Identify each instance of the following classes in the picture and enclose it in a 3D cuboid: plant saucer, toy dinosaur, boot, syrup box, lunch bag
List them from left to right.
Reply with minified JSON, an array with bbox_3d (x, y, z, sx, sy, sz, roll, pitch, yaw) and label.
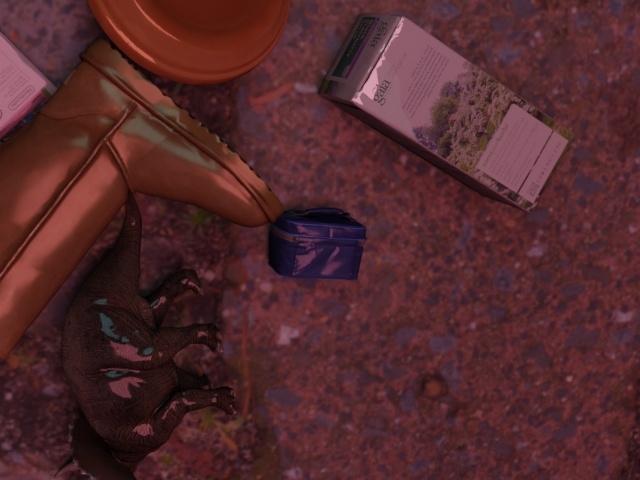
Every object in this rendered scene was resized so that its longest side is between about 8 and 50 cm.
[{"bbox_3d":[-0.201,-0.007,0.870,0.236,0.089,0.269,40,86,-3],"label":"boot"},{"bbox_3d":[-0.176,0.114,0.931,0.160,0.121,0.313,-12,112,-24],"label":"toy dinosaur"},{"bbox_3d":[-0.109,-0.236,0.859,0.200,0.037,0.199,5,80,-31],"label":"plant saucer"},{"bbox_3d":[0.000,0.000,0.991,0.099,0.067,0.065,2,104,-22],"label":"lunch bag"},{"bbox_3d":[0.125,-0.126,0.986,0.237,0.096,0.093,28,92,-24],"label":"syrup box"}]

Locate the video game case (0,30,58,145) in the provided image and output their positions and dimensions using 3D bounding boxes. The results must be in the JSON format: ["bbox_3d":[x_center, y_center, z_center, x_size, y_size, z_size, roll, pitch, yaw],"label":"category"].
[{"bbox_3d":[-0.309,-0.061,0.884,0.212,0.023,0.193,-45,114,-5],"label":"video game case"}]
